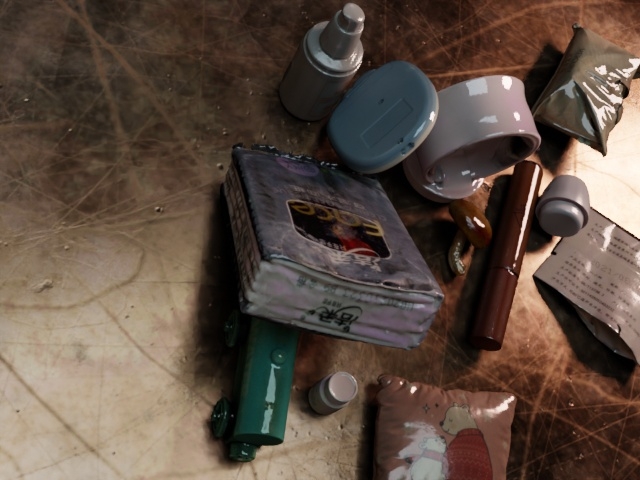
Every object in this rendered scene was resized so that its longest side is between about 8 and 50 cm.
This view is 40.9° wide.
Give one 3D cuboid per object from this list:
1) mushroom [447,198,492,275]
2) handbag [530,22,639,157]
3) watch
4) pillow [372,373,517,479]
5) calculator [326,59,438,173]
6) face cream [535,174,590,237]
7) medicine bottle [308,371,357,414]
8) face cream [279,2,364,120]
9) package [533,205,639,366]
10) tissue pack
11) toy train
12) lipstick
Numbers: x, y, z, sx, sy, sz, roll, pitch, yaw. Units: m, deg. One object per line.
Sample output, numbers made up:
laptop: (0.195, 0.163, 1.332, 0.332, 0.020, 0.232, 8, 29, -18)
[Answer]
mushroom: (0.250, -0.005, 1.436, 0.072, 0.088, 0.130, 1, 86, 10)
handbag: (0.511, -0.281, 1.612, 0.182, 0.117, 0.270, 28, 62, 9)
watch: (0.258, -0.193, 1.423, 0.244, 0.231, 0.196, -11, 72, -19)
pillow: (0.180, 0.319, 1.271, 0.236, 0.084, 0.223, 10, 68, -12)
calculator: (0.093, -0.204, 1.370, 0.188, 0.303, 0.042, -43, 122, 10)
face cream: (0.428, -0.061, 1.509, 0.091, 0.091, 0.095, 29, 54, -6)
medicine bottle: (0.019, 0.221, 1.250, 0.052, 0.089, 0.052, 7, 67, -17)
face cream: (0.014, -0.291, 1.364, 0.101, 0.252, 0.101, 7, 67, -17)
package: (0.525, 0.076, 1.505, 0.251, 0.062, 0.204, 42, 61, 5)
tissue pack: (0.000, 0.000, 1.211, 0.259, 0.122, 0.361, 13, 24, -17)
toy train: (-0.082, 0.179, 1.198, 0.101, 0.159, 0.248, 15, 63, -19)
lipstick: (0.319, 0.018, 1.457, 0.057, 0.057, 0.357, 25, 63, -8)
